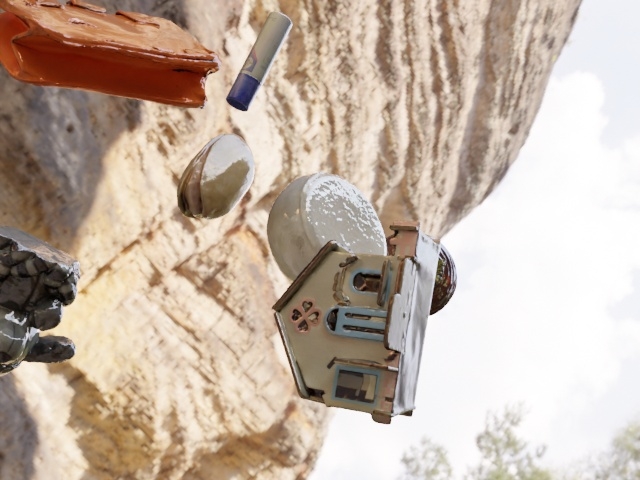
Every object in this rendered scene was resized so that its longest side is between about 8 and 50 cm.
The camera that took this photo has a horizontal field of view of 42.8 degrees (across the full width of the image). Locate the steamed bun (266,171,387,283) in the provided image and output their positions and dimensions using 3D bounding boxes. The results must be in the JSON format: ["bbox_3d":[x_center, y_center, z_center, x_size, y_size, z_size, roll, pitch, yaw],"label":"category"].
[{"bbox_3d":[0.000,0.000,1.734,0.177,0.283,0.283,-29,-76,37],"label":"steamed bun"}]

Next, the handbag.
[{"bbox_3d":[-0.420,-0.380,1.579,0.303,0.410,0.116,43,-60,39],"label":"handbag"}]

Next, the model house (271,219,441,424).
[{"bbox_3d":[0.047,0.125,1.366,0.244,0.325,0.169,4,-12,31],"label":"model house"}]

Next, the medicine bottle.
[{"bbox_3d":[-0.136,-0.397,1.815,0.059,0.230,0.059,24,-14,6],"label":"medicine bottle"}]

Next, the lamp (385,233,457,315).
[{"bbox_3d":[0.244,0.090,2.161,0.247,0.247,0.247,25,-41,24],"label":"lamp"}]

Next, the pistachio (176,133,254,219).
[{"bbox_3d":[-0.274,-0.166,2.164,0.162,0.293,0.181,11,-43,29],"label":"pistachio"}]

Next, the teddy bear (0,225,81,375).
[{"bbox_3d":[-0.427,0.111,1.182,0.144,0.171,0.250,33,-71,62],"label":"teddy bear"}]
